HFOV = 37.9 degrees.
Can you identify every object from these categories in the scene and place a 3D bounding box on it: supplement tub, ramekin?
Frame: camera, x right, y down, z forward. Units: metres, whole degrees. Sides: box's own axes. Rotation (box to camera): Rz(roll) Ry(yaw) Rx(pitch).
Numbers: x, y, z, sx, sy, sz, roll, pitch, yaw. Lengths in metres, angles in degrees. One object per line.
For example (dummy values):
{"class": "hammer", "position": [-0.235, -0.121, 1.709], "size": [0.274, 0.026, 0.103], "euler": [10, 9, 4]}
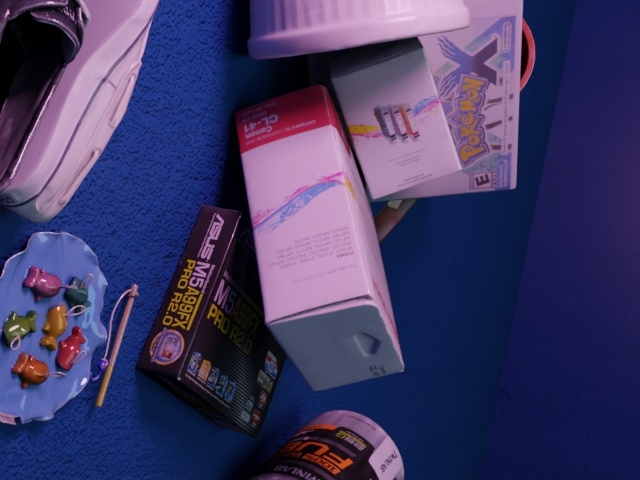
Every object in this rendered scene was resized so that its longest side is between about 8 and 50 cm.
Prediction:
{"class": "supplement tub", "position": [-0.013, 0.397, 1.384], "size": [0.316, 0.194, 0.193], "euler": [-31, 128, -62]}
{"class": "ramekin", "position": [0.037, -0.298, 1.112], "size": [0.273, 0.273, 0.127], "euler": [-32, 116, -60]}

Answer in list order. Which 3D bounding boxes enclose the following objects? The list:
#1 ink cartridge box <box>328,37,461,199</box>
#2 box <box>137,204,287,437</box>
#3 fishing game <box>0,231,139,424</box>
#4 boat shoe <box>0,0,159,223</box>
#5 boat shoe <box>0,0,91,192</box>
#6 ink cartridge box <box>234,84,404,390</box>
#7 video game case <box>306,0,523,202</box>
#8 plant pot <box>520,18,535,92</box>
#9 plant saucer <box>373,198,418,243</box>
{"class": "ink cartridge box", "position": [0.096, -0.170, 1.242], "size": [0.128, 0.127, 0.176], "euler": [-92, 164, -68]}
{"class": "box", "position": [-0.113, 0.112, 1.190], "size": [0.270, 0.060, 0.216], "euler": [58, 48, -59]}
{"class": "fishing game", "position": [-0.252, 0.084, 0.879], "size": [0.264, 0.041, 0.189], "euler": [51, 51, -61]}
{"class": "boat shoe", "position": [-0.205, -0.139, 0.818], "size": [0.088, 0.096, 0.267], "euler": [59, 48, -63]}
{"class": "boat shoe", "position": [-0.229, -0.176, 0.727], "size": [0.108, 0.102, 0.301], "euler": [53, 53, -61]}
{"class": "ink cartridge box", "position": [0.000, 0.000, 1.156], "size": [0.226, 0.131, 0.306], "euler": [63, 15, -57]}
{"class": "video game case", "position": [0.136, -0.204, 1.344], "size": [0.036, 0.300, 0.329], "euler": [-93, 177, -54]}
{"class": "plant pot", "position": [0.211, -0.232, 1.570], "size": [0.265, 0.272, 0.272], "euler": [77, 32, -61]}
{"class": "plant saucer", "position": [0.113, -0.038, 1.544], "size": [0.198, 0.036, 0.198], "euler": [-49, 178, -2]}
